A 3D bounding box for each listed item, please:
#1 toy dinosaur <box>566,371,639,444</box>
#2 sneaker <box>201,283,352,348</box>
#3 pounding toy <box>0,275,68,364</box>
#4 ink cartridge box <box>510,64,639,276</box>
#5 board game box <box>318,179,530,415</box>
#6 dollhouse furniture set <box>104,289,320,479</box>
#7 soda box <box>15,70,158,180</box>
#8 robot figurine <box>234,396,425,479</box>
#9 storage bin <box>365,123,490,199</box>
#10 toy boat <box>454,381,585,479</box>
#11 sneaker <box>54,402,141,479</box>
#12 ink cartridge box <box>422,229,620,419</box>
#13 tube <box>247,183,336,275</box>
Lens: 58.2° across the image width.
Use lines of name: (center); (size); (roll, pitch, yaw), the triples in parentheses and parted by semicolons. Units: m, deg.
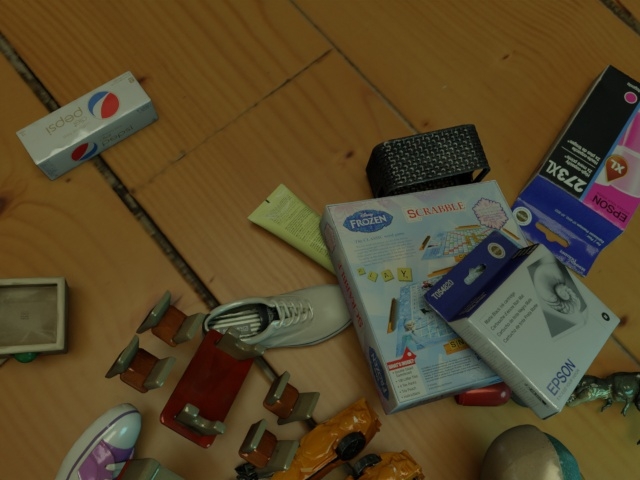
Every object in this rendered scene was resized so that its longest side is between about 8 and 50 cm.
toy dinosaur: (0.528, 0.258, 0.920); (0.267, 0.064, 0.118); (-7, 67, -10)
sneaker: (-0.059, 0.124, 0.897); (0.257, 0.091, 0.094); (-15, 75, -8)
pounding toy: (-0.455, 0.135, 0.873); (0.130, 0.100, 0.141); (-1, 75, -19)
ink cartridge box: (0.499, -0.132, 1.037); (0.175, 0.069, 0.371); (35, 76, 7)
board game box: (0.194, 0.069, 0.890); (0.318, 0.066, 0.318); (-9, 63, -19)
dollhouse furniture set: (-0.174, 0.243, 0.775); (0.262, 0.135, 0.259); (37, 53, -13)
soda box: (-0.393, -0.197, 0.983); (0.216, 0.069, 0.074); (-34, 78, -14)
robot figurine: (-0.009, 0.367, 0.808); (0.290, 0.085, 0.211); (-33, 45, -12)
storage bin: (0.178, -0.120, 0.974); (0.180, 0.122, 0.085); (-14, 74, -8)
toy boat: (0.292, 0.313, 0.811); (0.147, 0.268, 0.318); (-3, 41, 0)
sneaker: (-0.292, 0.379, 0.786); (0.161, 0.102, 0.282); (26, 83, 20)
ink cartridge box: (0.290, 0.097, 0.816); (0.224, 0.045, 0.223); (45, 52, 13)
tube: (0.000, 0.000, 0.962); (0.240, 0.070, 0.062); (36, 112, 9)
